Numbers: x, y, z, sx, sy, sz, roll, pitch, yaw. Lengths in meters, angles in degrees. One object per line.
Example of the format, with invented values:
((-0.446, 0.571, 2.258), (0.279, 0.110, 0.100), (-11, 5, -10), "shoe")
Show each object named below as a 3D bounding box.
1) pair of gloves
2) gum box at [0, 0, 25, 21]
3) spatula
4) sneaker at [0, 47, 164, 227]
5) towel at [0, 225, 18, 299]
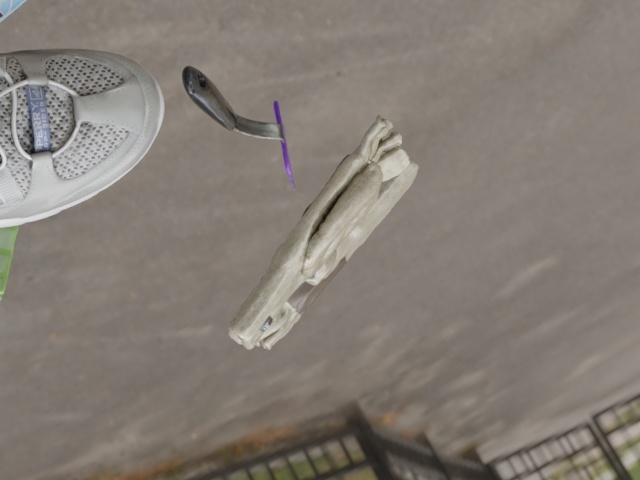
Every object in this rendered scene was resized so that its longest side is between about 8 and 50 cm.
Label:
((0.000, 0.000, 1.046), (0.204, 0.042, 0.240), (-50, 173, -1), "pair of gloves")
((-0.233, -0.186, 0.927), (0.157, 0.041, 0.184), (-41, -158, -3), "gum box")
((-0.070, -0.113, 1.260), (0.030, 0.084, 0.296), (-15, 166, 17), "spatula")
((-0.220, -0.054, 0.748), (0.281, 0.105, 0.115), (-14, -178, -20), "sneaker")
((-0.404, -0.004, 1.404), (0.152, 0.113, 0.023), (13, 152, -14), "towel")
